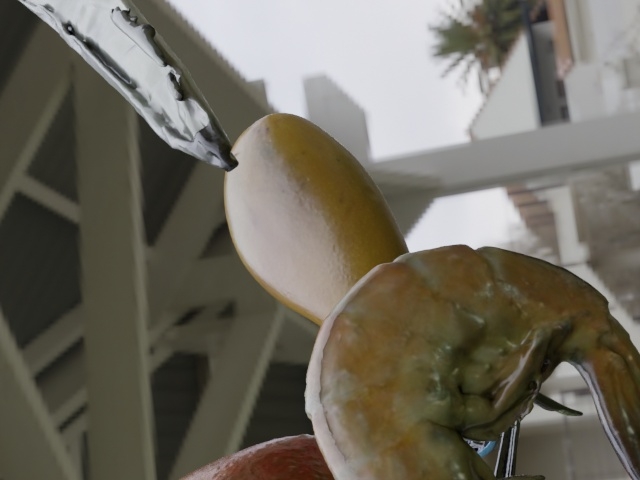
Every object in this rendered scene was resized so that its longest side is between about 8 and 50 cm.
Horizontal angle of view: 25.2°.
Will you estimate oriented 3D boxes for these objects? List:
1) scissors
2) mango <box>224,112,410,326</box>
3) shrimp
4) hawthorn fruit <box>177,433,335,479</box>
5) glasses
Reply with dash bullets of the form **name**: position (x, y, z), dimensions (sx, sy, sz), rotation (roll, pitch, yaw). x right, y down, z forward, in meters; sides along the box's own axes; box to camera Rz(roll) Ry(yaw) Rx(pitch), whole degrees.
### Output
- **scissors**: position (-0.093, -0.092, 0.434), dimensions (0.022, 0.109, 0.300), rotation (13, -157, -37)
- **mango**: position (0.000, 0.000, 1.206), dimensions (0.113, 0.138, 0.253), rotation (3, -140, -43)
- **shrimp**: position (0.100, 0.137, 0.645), dimensions (0.058, 0.169, 0.296), rotation (113, 140, -69)
- **hawthorn fruit**: position (-0.027, 0.243, 1.173), dimensions (0.251, 0.199, 0.199), rotation (-46, -45, -27)
- **glasses**: position (0.174, 0.159, 1.292), dimensions (0.102, 0.207, 0.239), rotation (38, 158, 47)
